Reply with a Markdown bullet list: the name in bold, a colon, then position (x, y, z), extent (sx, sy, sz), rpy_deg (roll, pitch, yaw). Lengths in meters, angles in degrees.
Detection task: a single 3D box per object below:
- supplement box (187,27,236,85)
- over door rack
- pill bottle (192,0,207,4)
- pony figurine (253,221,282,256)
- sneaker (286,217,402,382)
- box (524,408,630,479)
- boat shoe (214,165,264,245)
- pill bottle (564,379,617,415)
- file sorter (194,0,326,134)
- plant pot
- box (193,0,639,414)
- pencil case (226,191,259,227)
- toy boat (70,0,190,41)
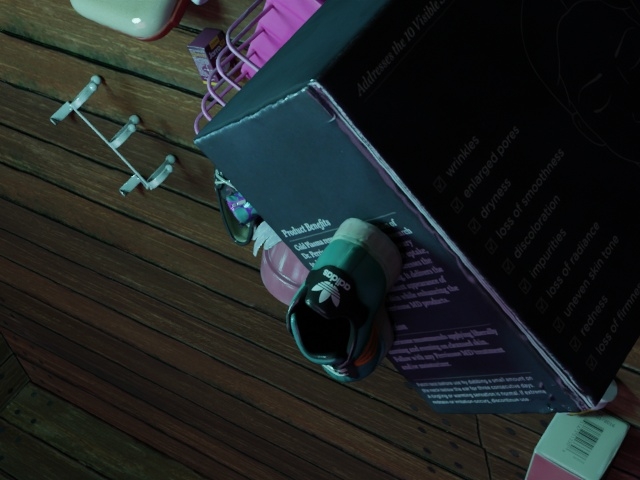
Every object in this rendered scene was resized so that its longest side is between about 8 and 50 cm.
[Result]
- **supplement box**: position (-0.185, -0.316, 2.081), extent (0.043, 0.055, 0.083), rpy_deg (15, 144, 36)
- **over door rack**: position (-0.421, -0.214, 2.478), extent (0.239, 0.108, 0.324), rpy_deg (48, 165, -14)
- **pill bottle**: position (-0.221, -0.460, 1.861), extent (0.180, 0.108, 0.108), rpy_deg (41, 152, -1)
- **pony figurine**: position (0.079, -0.023, 1.927), extent (0.363, 0.351, 0.303), rpy_deg (86, 162, -54)
- **sneaker**: position (0.013, 0.097, 1.350), extent (0.108, 0.121, 0.302), rpy_deg (33, 153, 17)
- **box**: position (0.467, 0.415, 2.240), extent (0.127, 0.149, 0.232), rpy_deg (28, 151, 19)
- **boat shoe**: position (-0.152, -0.106, 2.299), extent (0.114, 0.091, 0.302), rpy_deg (22, 147, 30)
- **pill bottle**: position (0.467, 0.269, 2.120), extent (0.065, 0.065, 0.116), rpy_deg (44, 152, -7)
- **file sorter**: position (-0.063, -0.238, 1.909), extent (0.202, 0.182, 0.291), rpy_deg (39, 152, 4)
- **plant pot**: position (0.000, 0.000, 2.186), extent (0.201, 0.201, 0.180), rpy_deg (29, 135, 20)
- **box**: position (0.202, -0.124, 1.438), extent (0.472, 0.480, 0.297), rpy_deg (50, 151, -17)
- **pencil case**: position (-0.098, -0.087, 2.218), extent (0.151, 0.070, 0.064), rpy_deg (-30, 78, 19)
- **toy boat**: position (-0.305, -0.411, 2.032), extent (0.231, 0.151, 0.151), rpy_deg (25, 177, 27)
